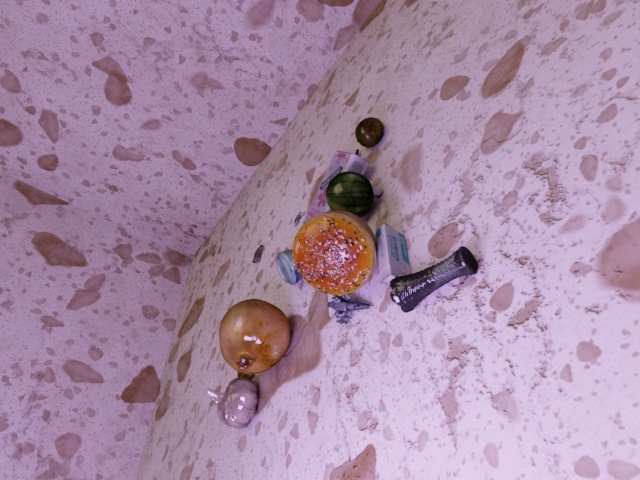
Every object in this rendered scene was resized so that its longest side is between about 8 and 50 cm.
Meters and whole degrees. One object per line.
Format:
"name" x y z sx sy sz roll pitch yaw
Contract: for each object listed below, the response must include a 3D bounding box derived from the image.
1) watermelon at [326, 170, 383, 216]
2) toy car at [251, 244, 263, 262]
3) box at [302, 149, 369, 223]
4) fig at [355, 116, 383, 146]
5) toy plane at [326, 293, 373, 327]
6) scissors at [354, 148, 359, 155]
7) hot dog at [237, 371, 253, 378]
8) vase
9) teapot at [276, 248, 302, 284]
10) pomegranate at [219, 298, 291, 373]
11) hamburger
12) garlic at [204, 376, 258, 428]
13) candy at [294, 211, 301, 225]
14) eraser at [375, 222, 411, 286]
"watermelon" 0.129 -0.177 1.796 0.188 0.214 0.188 179 90 -84
"toy car" -0.365 0.077 2.668 0.059 0.035 0.122 -29 42 57
"box" 0.063 -0.197 1.975 0.370 0.112 0.190 -65 26 6
"fig" 0.195 -0.469 2.030 0.184 0.126 0.133 -13 66 54
"toy plane" 0.085 0.225 1.579 0.234 0.082 0.160 -8 84 62
"scissors" 0.140 -0.286 2.064 0.160 0.024 0.318 -25 44 55
"hot dog" -0.339 0.540 2.089 0.102 0.076 0.249 -42 30 30
"vase" 0.310 0.103 1.248 0.237 0.115 0.116 -35 35 36
"teapot" -0.108 0.106 2.032 0.232 0.158 0.159 -33 36 64
"pomegranate" -0.270 0.395 1.853 0.319 0.319 0.319 -44 30 34
"hamburger" 0.048 0.045 1.511 0.300 0.300 0.176 -45 -3 32
"garlic" -0.374 0.657 1.875 0.219 0.211 0.219 -52 23 34
"candy" -0.122 -0.112 2.403 0.030 0.020 0.084 -8 60 61
"eraser" 0.230 0.052 1.450 0.052 0.095 0.225 -43 30 34
